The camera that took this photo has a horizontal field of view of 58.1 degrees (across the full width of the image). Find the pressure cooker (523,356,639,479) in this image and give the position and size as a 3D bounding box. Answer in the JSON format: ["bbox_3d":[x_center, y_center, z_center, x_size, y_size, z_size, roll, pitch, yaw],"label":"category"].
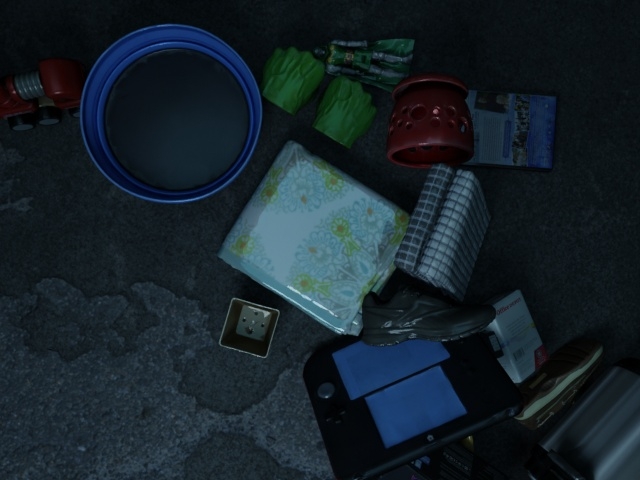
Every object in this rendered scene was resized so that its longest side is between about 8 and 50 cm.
[{"bbox_3d":[0.637,0.504,1.178,0.420,0.375,0.370,-45,75,-2],"label":"pressure cooker"}]

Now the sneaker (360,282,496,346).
[{"bbox_3d":[0.216,0.148,1.200,0.287,0.109,0.130,-8,86,16],"label":"sneaker"}]

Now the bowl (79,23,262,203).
[{"bbox_3d":[-0.322,-0.274,1.275,0.391,0.077,0.390,0,89,-2],"label":"bowl"}]

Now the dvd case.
[{"bbox_3d":[0.427,-0.259,1.362,0.253,0.022,0.180,4,89,-1],"label":"dvd case"}]

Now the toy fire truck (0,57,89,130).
[{"bbox_3d":[-0.631,-0.353,1.232,0.217,0.246,0.158,-12,89,-1],"label":"toy fire truck"}]

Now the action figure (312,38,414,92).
[{"bbox_3d":[0.094,-0.420,1.344,0.232,0.063,0.137,9,91,3],"label":"action figure"}]

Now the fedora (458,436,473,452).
[{"bbox_3d":[0.281,0.417,1.295,0.079,0.194,0.194,-5,88,-41],"label":"fedora"}]

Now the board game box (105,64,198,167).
[{"bbox_3d":[-0.394,-0.284,1.334,0.147,0.045,0.193,-42,90,-2],"label":"board game box"}]

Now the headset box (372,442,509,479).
[{"bbox_3d":[0.209,0.543,1.221,0.246,0.131,0.283,35,127,-1],"label":"headset box"}]

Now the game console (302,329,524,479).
[{"bbox_3d":[0.169,0.296,1.201,0.387,0.342,0.060,-23,122,-1],"label":"game console"}]

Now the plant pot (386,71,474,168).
[{"bbox_3d":[0.245,-0.264,1.281,0.191,0.191,0.174,4,80,-1],"label":"plant pot"}]

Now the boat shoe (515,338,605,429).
[{"bbox_3d":[0.551,0.333,1.321,0.257,0.095,0.095,-40,103,4],"label":"boat shoe"}]

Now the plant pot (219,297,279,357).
[{"bbox_3d":[-0.156,0.191,1.299,0.109,0.096,0.109,16,88,-1],"label":"plant pot"}]

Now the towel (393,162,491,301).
[{"bbox_3d":[0.265,-0.013,1.235,0.121,0.284,0.235,18,83,26],"label":"towel"}]

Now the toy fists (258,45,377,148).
[{"bbox_3d":[-0.004,-0.335,1.322,0.279,0.096,0.142,31,98,-2],"label":"toy fists"}]

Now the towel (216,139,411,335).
[{"bbox_3d":[0.000,0.000,1.316,0.375,0.090,0.320,32,85,0],"label":"towel"}]

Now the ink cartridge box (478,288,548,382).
[{"bbox_3d":[0.422,0.214,1.295,0.127,0.072,0.175,-21,88,-38],"label":"ink cartridge box"}]
